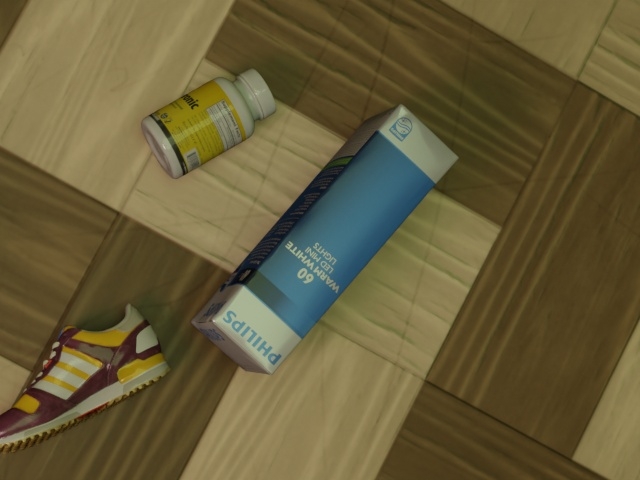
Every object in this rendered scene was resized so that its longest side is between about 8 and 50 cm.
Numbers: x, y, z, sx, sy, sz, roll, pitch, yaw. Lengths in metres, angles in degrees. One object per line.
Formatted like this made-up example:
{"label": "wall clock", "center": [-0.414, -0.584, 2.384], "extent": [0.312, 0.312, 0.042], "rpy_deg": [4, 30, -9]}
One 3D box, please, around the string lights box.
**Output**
{"label": "string lights box", "center": [0.000, 0.000, 1.600], "extent": [0.077, 0.133, 0.260], "rpy_deg": [42, 80, -8]}

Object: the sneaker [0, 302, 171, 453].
{"label": "sneaker", "center": [-0.233, 0.125, 1.582], "extent": [0.185, 0.069, 0.084], "rpy_deg": [-25, 84, -18]}

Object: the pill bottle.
{"label": "pill bottle", "center": [-0.101, -0.111, 1.619], "extent": [0.116, 0.065, 0.065], "rpy_deg": [-30, 93, -13]}
